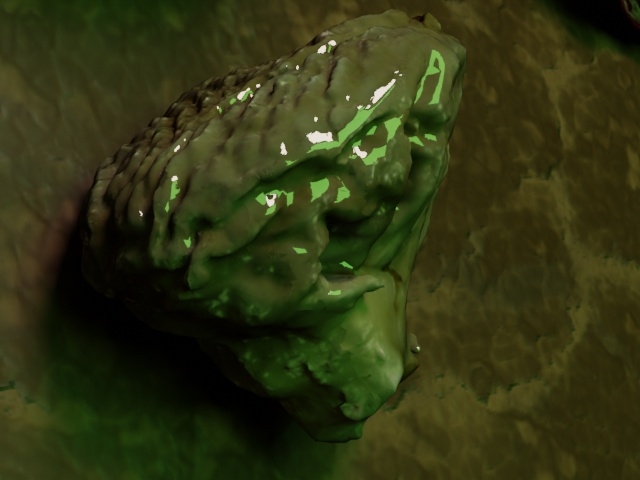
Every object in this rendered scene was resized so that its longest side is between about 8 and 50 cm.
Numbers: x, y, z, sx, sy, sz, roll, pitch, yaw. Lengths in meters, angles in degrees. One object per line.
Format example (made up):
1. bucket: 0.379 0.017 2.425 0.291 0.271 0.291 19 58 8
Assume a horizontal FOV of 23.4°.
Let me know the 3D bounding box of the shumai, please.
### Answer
1. shumai: 0.000 0.000 0.734 0.206 0.166 0.176 -39 109 -22

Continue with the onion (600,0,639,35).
1. onion: 0.286 -0.280 1.078 0.120 0.283 0.227 60 -3 39
